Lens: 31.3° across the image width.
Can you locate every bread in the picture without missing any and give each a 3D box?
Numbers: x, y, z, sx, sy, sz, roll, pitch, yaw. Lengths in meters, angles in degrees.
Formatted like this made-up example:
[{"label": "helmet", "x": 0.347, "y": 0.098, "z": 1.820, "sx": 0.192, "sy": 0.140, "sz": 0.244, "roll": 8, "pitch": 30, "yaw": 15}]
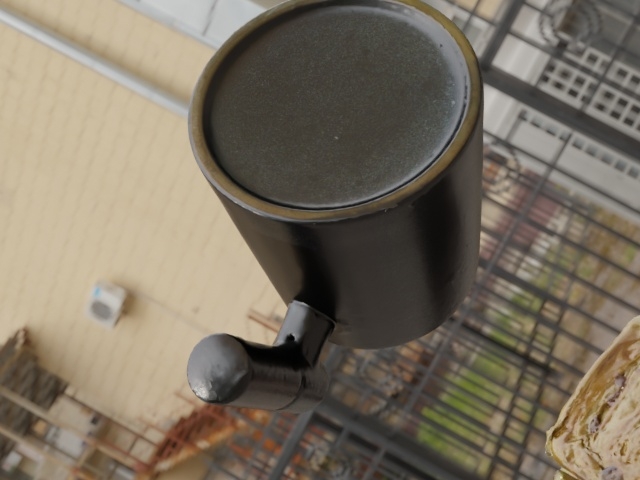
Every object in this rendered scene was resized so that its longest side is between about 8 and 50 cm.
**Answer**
[{"label": "bread", "x": 0.274, "y": 0.154, "z": 0.843, "sx": 0.149, "sy": 0.143, "sz": 0.158, "roll": -49, "pitch": 26, "yaw": 0}]

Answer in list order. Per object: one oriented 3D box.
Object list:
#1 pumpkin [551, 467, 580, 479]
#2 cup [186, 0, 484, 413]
[{"label": "pumpkin", "x": 0.283, "y": 0.358, "z": 1.205, "sx": 0.130, "sy": 0.254, "sz": 0.149, "roll": -39, "pitch": 1, "yaw": -38}, {"label": "cup", "x": -0.008, "y": -0.013, "z": 0.696, "sx": 0.239, "sy": 0.166, "sz": 0.177, "roll": -37, "pitch": -31, "yaw": -12}]
